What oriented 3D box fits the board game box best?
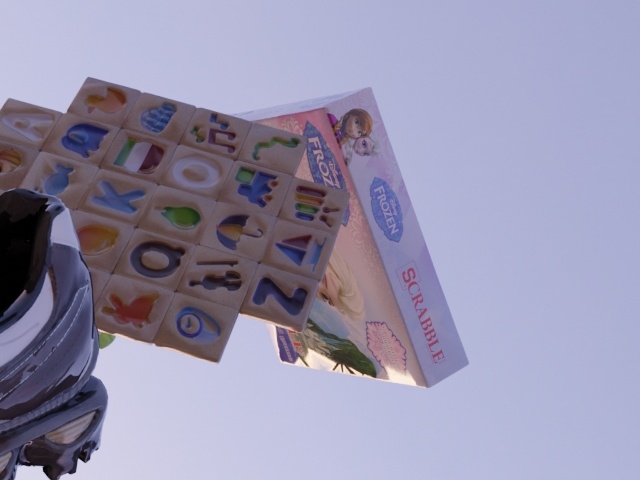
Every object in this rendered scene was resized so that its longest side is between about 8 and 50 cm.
[{"bbox_3d":[0.000,0.000,1.381,0.318,0.066,0.319,-2,-67,59],"label":"board game box"}]

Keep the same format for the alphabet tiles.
[{"bbox_3d":[-0.156,-0.029,1.095,0.342,0.285,0.011,16,-42,4],"label":"alphabet tiles"}]

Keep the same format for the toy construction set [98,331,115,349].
[{"bbox_3d":[-0.371,0.115,1.440,0.215,0.327,0.151,2,-65,53],"label":"toy construction set"}]

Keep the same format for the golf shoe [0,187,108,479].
[{"bbox_3d":[-0.137,0.043,0.305,0.077,0.198,0.094,26,-56,24],"label":"golf shoe"}]
